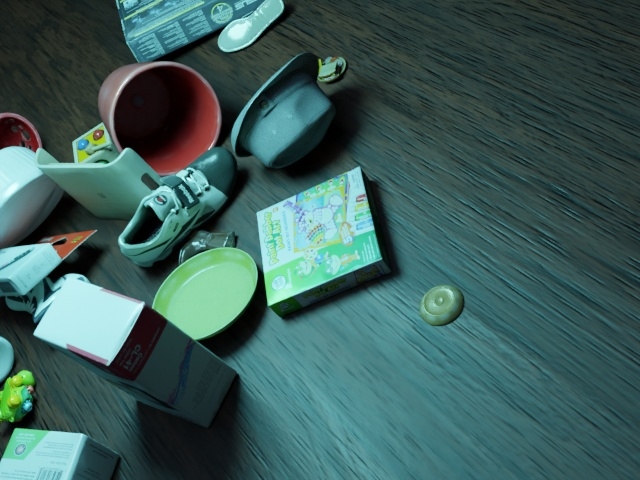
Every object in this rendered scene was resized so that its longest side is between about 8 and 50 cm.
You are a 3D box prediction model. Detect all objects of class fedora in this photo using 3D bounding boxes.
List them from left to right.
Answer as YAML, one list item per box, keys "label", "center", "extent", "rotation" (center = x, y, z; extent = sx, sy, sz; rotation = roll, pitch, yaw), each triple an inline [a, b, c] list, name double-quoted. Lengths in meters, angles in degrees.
- label: "fedora"
  center: [-0.062, -0.259, 1.808]
  extent: [0.275, 0.244, 0.124]
  rotation: [-44, 76, -3]

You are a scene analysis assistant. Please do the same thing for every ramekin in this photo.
- label: "ramekin"
  center: [-0.765, -0.110, 2.049]
  extent: [0.127, 0.273, 0.273]
  rotation: [41, 82, 6]

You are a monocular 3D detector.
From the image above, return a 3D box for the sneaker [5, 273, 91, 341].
- label: "sneaker"
  center: [-0.640, 0.166, 1.903]
  extent: [0.235, 0.094, 0.153]
  rotation: [-4, 47, 17]

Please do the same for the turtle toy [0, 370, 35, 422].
- label: "turtle toy"
  center: [-0.655, 0.337, 1.806]
  extent: [0.095, 0.066, 0.130]
  rotation: [-42, 39, 31]

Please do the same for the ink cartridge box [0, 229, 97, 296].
- label: "ink cartridge box"
  center: [-0.688, 0.037, 1.960]
  extent: [0.275, 0.060, 0.239]
  rotation: [-5, 35, 45]

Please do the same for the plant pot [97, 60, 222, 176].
- label: "plant pot"
  center: [-0.408, -0.313, 2.014]
  extent: [0.275, 0.275, 0.243]
  rotation: [-47, 36, -7]

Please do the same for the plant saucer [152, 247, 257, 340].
- label: "plant saucer"
  center: [-0.231, 0.117, 1.713]
  extent: [0.241, 0.037, 0.241]
  rotation: [-16, 43, 16]

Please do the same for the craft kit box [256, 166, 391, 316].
- label: "craft kit box"
  center: [0.000, 0.000, 1.666]
  extent: [0.246, 0.061, 0.250]
  rotation: [-26, 48, 17]

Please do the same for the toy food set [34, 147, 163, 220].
- label: "toy food set"
  center: [-0.494, -0.143, 1.955]
  extent: [0.306, 0.220, 0.092]
  rotation: [3, 59, 33]

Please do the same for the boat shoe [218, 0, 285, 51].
- label: "boat shoe"
  center: [-0.176, -0.563, 2.193]
  extent: [0.206, 0.075, 0.065]
  rotation: [-34, 4, 12]

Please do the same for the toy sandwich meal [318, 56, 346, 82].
- label: "toy sandwich meal"
  center: [0.021, -0.406, 1.963]
  extent: [0.085, 0.029, 0.086]
  rotation: [-16, 51, 21]

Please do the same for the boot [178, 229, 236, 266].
- label: "boot"
  center: [-0.244, 0.022, 1.812]
  extent: [0.114, 0.037, 0.106]
  rotation: [6, 64, 29]

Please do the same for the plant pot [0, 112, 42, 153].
- label: "plant pot"
  center: [-0.895, -0.246, 2.301]
  extent: [0.174, 0.191, 0.191]
  rotation: [-6, 55, 38]

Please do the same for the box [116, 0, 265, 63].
- label: "box"
  center: [-0.369, -0.683, 2.327]
  extent: [0.395, 0.097, 0.318]
  rotation: [-26, 45, 2]

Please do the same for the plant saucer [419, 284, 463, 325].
- label: "plant saucer"
  center: [0.212, 0.111, 1.481]
  extent: [0.083, 0.015, 0.083]
  rotation: [-16, 51, 21]

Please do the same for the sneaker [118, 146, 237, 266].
- label: "sneaker"
  center: [-0.311, -0.080, 1.829]
  extent: [0.122, 0.146, 0.330]
  rotation: [40, 86, 12]

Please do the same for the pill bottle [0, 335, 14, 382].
- label: "pill bottle"
  center: [-0.829, 0.248, 1.935]
  extent: [0.245, 0.130, 0.130]
  rotation: [17, 68, 39]

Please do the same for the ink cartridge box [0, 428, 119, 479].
- label: "ink cartridge box"
  center: [-0.529, 0.507, 1.573]
  extent: [0.198, 0.115, 0.273]
  rotation: [-3, 56, 30]

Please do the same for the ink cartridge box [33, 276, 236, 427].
- label: "ink cartridge box"
  center: [-0.334, 0.210, 1.540]
  extent: [0.226, 0.306, 0.131]
  rotation: [11, 64, 37]

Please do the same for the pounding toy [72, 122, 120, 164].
- label: "pounding toy"
  center: [-0.568, -0.232, 2.145]
  extent: [0.130, 0.100, 0.141]
  rotation: [-30, 47, 10]

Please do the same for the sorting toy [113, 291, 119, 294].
- label: "sorting toy"
  center: [-0.486, 0.147, 1.868]
  extent: [0.102, 0.042, 0.061]
  rotation: [-15, 66, 7]
